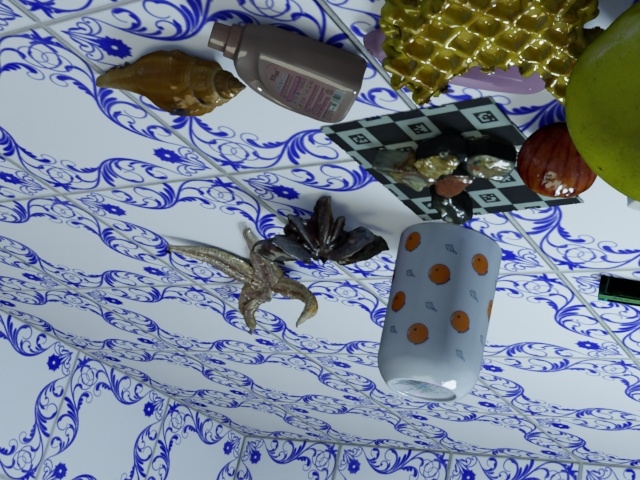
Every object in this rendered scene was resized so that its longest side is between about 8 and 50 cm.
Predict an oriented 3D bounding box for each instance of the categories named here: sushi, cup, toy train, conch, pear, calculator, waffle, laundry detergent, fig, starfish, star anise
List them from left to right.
[{"bbox_3d":[-0.256,-0.250,1.644,0.330,0.093,0.109,1,161,30],"label":"conch"},{"bbox_3d":[-0.160,0.113,2.385,0.398,0.132,0.384,7,153,50],"label":"starfish"},{"bbox_3d":[-0.060,-0.257,1.539,0.237,0.076,0.171,17,158,-7],"label":"laundry detergent"},{"bbox_3d":[0.003,-0.001,2.043,0.282,0.129,0.212,5,163,0],"label":"star anise"},{"bbox_3d":[0.232,0.151,2.000,0.212,0.317,0.212,12,157,5],"label":"cup"},{"bbox_3d":[0.226,-0.103,1.745,0.343,0.064,0.359,-6,151,38],"label":"sushi"},{"bbox_3d":[0.211,-0.271,1.393,0.294,0.043,0.194,14,156,-4],"label":"calculator"},{"bbox_3d":[0.219,-0.257,1.296,0.293,0.069,0.260,-1,151,13],"label":"waffle"},{"bbox_3d":[0.361,-0.132,1.544,0.128,0.128,0.150,-6,124,39],"label":"fig"},{"bbox_3d":[0.667,0.114,2.012,0.209,0.044,0.042,9,156,12],"label":"toy train"},{"bbox_3d":[0.443,-0.165,1.215,0.294,0.294,0.294,12,157,5],"label":"pear"}]

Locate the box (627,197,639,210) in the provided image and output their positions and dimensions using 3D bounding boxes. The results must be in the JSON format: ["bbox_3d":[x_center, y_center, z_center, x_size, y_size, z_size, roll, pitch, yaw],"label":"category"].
[{"bbox_3d":[0.587,-0.109,1.503,0.135,0.079,0.269,18,157,-8],"label":"box"}]
